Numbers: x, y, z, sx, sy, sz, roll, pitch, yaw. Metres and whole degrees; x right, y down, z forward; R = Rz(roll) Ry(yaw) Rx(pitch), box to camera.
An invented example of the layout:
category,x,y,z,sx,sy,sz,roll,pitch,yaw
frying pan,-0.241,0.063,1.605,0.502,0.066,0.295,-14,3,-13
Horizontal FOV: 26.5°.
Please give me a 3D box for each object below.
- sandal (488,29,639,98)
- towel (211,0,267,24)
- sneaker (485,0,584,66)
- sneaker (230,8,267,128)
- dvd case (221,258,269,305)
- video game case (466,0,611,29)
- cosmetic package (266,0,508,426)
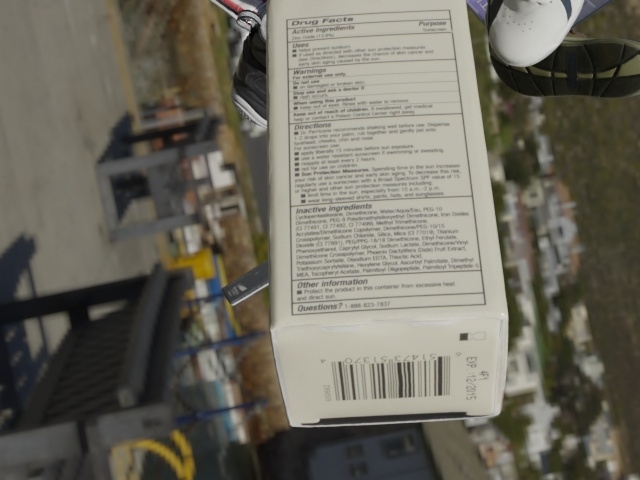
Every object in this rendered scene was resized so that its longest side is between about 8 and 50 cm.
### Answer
category,x,y,z,sx,sy,sz,roll,pitch,yaw
sandal,0.410,-0.292,2.225,0.086,0.303,0.120,-28,126,-48
towel,-0.078,-0.480,2.087,0.237,0.329,0.037,39,-28,20
sneaker,0.173,-0.239,1.118,0.153,0.094,0.235,-36,155,-53
sneaker,0.033,-0.181,1.456,0.153,0.268,0.101,91,9,-53
dvd case,0.000,0.000,1.649,0.029,0.238,0.179,58,7,0
video game case,0.253,-0.334,1.516,0.196,0.274,0.026,46,50,-10
cosmetic package,0.041,-0.030,0.950,0.129,0.153,0.296,83,5,-53
